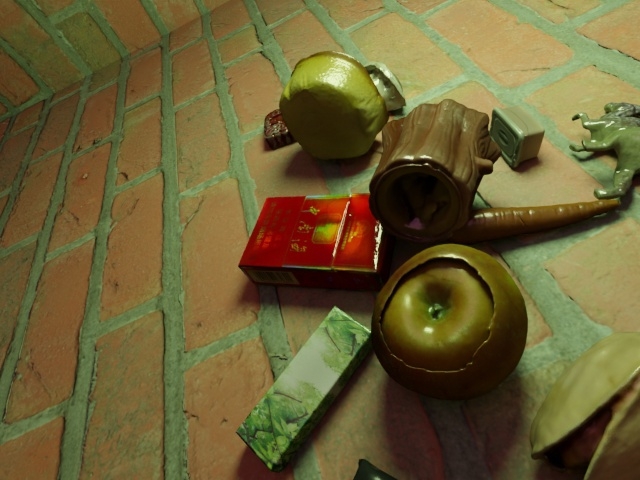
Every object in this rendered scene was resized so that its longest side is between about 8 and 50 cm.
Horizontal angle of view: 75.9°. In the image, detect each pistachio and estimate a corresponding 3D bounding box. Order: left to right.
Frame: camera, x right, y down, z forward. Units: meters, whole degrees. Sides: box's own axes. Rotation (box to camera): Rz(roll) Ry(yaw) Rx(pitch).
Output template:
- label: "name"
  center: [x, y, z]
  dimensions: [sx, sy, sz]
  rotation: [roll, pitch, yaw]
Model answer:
- label: "pistachio"
  center: [0.370, 0.216, 0.507]
  dimensions: [0.229, 0.157, 0.157]
  rotation: [-47, 49, 1]

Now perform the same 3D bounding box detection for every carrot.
- label: "carrot"
  center: [0.371, -0.036, 0.769]
  dimensions: [0.335, 0.069, 0.069]
  rotation: [-8, 51, 12]

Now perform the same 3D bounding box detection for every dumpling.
- label: "dumpling"
  center: [0.156, -0.422, 1.118]
  dimensions: [0.118, 0.136, 0.199]
  rotation: [-50, 40, -8]

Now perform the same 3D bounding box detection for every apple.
- label: "apple"
  center: [0.190, 0.119, 0.625]
  dimensions: [0.236, 0.208, 0.237]
  rotation: [-14, 50, 17]

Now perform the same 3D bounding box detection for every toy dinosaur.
- label: "toy dinosaur"
  center: [0.576, -0.187, 0.776]
  dimensions: [0.161, 0.077, 0.295]
  rotation: [-10, 50, 17]

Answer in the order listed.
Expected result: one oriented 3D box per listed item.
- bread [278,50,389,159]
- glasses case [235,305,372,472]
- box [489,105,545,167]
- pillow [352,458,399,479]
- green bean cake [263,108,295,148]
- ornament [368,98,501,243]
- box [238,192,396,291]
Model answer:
- label: "bread"
  center: [0.032, -0.321, 1.012]
  dimensions: [0.269, 0.270, 0.148]
  rotation: [9, 59, 30]
- label: "glasses case"
  center: [-0.018, 0.252, 0.714]
  dimensions: [0.095, 0.062, 0.272]
  rotation: [31, 71, 32]
- label: "box"
  center: [0.418, -0.228, 0.877]
  dimensions: [0.062, 0.089, 0.122]
  rotation: [-15, 49, -1]
- label: "pillow"
  center: [0.098, 0.376, 0.573]
  dimensions: [0.150, 0.048, 0.091]
  rotation: [13, 63, 34]
- label: "green bean cake"
  center: [-0.104, -0.348, 1.226]
  dimensions: [0.135, 0.056, 0.136]
  rotation: [-17, 49, 10]
- label: "ornament"
  center: [0.197, -0.119, 0.766]
  dimensions: [0.235, 0.221, 0.218]
  rotation: [20, 45, 13]
- label: "box"
  center: [0.000, -0.001, 0.887]
  dimensions: [0.312, 0.089, 0.198]
  rotation: [1, 54, 24]
